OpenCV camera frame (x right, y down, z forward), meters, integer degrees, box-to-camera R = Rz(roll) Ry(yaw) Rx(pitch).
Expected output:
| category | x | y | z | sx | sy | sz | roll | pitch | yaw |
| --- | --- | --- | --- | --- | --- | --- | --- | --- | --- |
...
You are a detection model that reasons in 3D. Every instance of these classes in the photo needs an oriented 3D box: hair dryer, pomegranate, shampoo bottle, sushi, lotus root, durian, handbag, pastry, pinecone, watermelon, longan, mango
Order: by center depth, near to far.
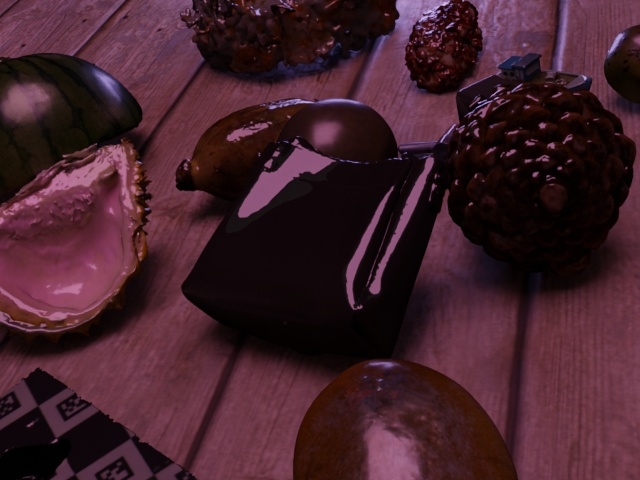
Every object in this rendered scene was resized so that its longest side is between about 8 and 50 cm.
| category | x | y | z | sx | sy | sz | roll | pitch | yaw |
| --- | --- | --- | --- | --- | --- | --- | --- | --- | --- |
| mango | 0.082 | 0.234 | 0.924 | 0.193 | 0.146 | 0.316 | -19 | 46 | -6 |
| sushi | -0.297 | 0.303 | 1.038 | 0.339 | 0.069 | 0.320 | 20 | 54 | 42 |
| handbag | 0.000 | 0.000 | 1.255 | 0.285 | 0.113 | 0.257 | 9 | 67 | 40 |
| pinecone | 0.251 | -0.079 | 1.272 | 0.224 | 0.224 | 0.272 | -14 | 12 | -1 |
| durian | -0.326 | 0.035 | 1.388 | 0.305 | 0.185 | 0.195 | -29 | 54 | -16 |
| longan | 0.021 | -0.108 | 1.450 | 0.167 | 0.167 | 0.187 | 20 | 17 | 42 |
| shampoo bottle | 0.289 | -0.154 | 1.501 | 0.079 | 0.080 | 0.246 | -27 | 34 | -17 |
| pomegranate | 0.474 | -0.260 | 1.558 | 0.130 | 0.130 | 0.130 | -10 | 32 | 6 |
| lotus root | -0.094 | -0.130 | 1.559 | 0.260 | 0.128 | 0.145 | -24 | 7 | -15 |
| hair dryer | 0.157 | -0.139 | 1.576 | 0.114 | 0.037 | 0.063 | -1 | 31 | 32 |
| watermelon | -0.464 | -0.207 | 1.729 | 0.331 | 0.189 | 0.331 | -22 | 25 | 11 |
| pastry | 0.206 | -0.329 | 1.797 | 0.115 | 0.097 | 0.208 | -7 | 33 | 30 |
| sushi | -0.066 | -0.450 | 2.016 | 0.417 | 0.176 | 0.417 | -10 | 40 | 8 |

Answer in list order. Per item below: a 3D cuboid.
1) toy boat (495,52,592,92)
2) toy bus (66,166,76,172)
| category | x | y | z | sx | sy | sz | roll | pitch | yaw |
| --- | --- | --- | --- | --- | --- | --- | --- | --- | --- |
| toy boat | 0.340 | -0.245 | 1.642 | 0.069 | 0.058 | 0.173 | -35 | 38 | -31 |
| toy bus | -0.415 | -0.039 | 1.596 | 0.089 | 0.081 | 0.195 | 3 | 35 | 42 |
